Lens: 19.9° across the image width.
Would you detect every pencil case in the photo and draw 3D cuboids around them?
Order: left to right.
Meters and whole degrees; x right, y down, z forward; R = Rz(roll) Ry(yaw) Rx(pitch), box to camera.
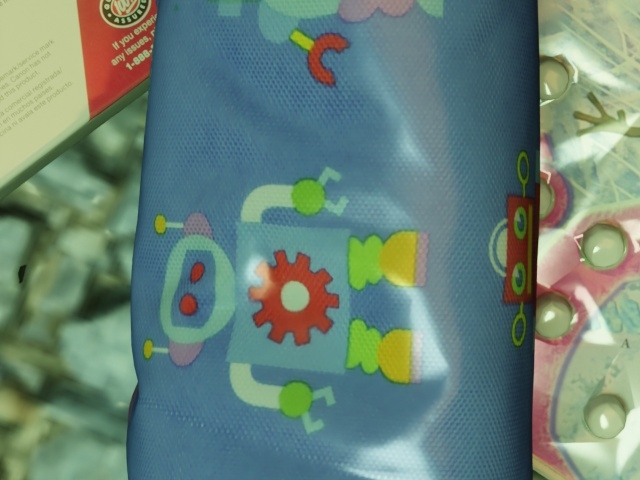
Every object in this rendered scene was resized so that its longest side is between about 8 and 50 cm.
[{"bbox_3d":[0.000,0.000,0.536,0.133,0.119,0.306,1,90,18],"label":"pencil case"}]

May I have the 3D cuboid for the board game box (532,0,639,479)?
[{"bbox_3d":[0.256,-0.025,0.599,0.390,0.050,0.390,34,100,-3],"label":"board game box"}]

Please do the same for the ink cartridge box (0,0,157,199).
[{"bbox_3d":[-0.121,-0.096,0.597,0.109,0.063,0.150,-38,94,-12],"label":"ink cartridge box"}]
